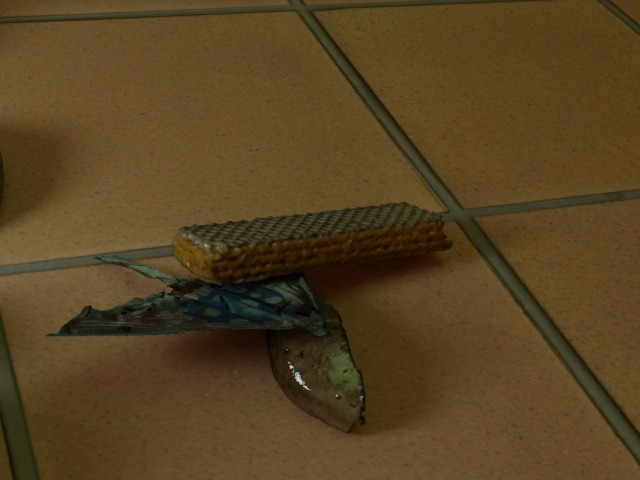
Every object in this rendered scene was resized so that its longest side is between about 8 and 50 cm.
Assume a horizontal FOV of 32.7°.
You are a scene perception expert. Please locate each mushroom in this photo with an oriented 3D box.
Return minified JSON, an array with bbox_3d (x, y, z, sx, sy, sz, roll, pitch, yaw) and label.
[{"bbox_3d":[-0.012,0.128,1.249,0.094,0.072,0.210,-6,39,-8],"label":"mushroom"}]

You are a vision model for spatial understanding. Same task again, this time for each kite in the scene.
[{"bbox_3d":[-0.136,0.058,1.270,0.368,0.014,0.406,15,21,34],"label":"kite"}]

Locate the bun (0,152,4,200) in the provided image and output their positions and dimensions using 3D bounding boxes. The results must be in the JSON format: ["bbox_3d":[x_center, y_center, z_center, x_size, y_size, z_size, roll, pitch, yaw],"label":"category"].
[{"bbox_3d":[-0.513,-0.104,1.402,0.210,0.116,0.237,-10,40,-23],"label":"bun"}]

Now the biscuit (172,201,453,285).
[{"bbox_3d":[0.000,0.000,1.374,0.378,0.054,0.094,-7,20,-32],"label":"biscuit"}]
